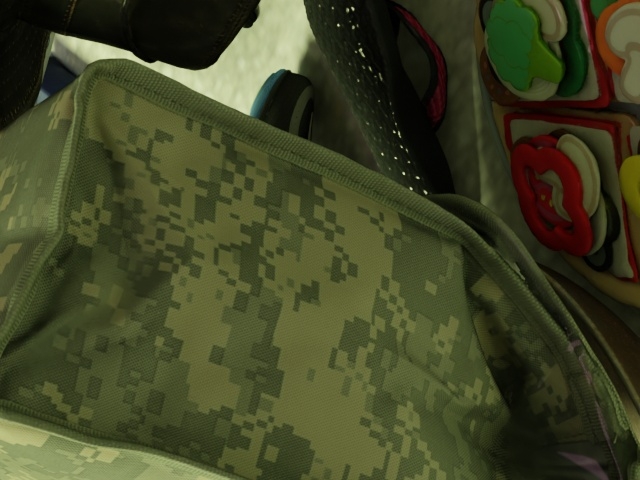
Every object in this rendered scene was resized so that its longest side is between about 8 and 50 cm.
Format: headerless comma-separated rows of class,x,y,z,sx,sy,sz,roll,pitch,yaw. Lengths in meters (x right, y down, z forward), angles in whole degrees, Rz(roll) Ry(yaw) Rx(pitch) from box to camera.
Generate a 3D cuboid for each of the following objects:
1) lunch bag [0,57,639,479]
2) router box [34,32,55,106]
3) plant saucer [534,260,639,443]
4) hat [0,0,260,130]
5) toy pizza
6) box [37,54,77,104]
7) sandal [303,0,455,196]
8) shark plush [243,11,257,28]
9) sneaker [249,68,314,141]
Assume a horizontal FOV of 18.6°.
lunch bag,-0.027,0.057,0.852,0.235,0.287,0.169,-18,52,65
router box,-0.203,-0.134,1.073,0.301,0.082,0.335,102,175,-47
plant saucer,0.118,0.152,0.925,0.310,0.050,0.310,170,90,-70
hat,-0.058,-0.183,0.912,0.134,0.331,0.331,18,140,-1
toy pizza,0.127,-0.053,0.839,0.201,0.032,0.201,38,140,41
box,-0.152,-0.029,1.296,0.225,0.036,0.136,39,134,41
sandal,0.039,-0.078,0.968,0.067,0.040,0.179,31,150,54
shark plush,-0.095,-0.174,1.078,0.161,0.067,0.073,48,146,29
sneaker,0.000,0.000,1.051,0.067,0.078,0.188,17,-117,-74
